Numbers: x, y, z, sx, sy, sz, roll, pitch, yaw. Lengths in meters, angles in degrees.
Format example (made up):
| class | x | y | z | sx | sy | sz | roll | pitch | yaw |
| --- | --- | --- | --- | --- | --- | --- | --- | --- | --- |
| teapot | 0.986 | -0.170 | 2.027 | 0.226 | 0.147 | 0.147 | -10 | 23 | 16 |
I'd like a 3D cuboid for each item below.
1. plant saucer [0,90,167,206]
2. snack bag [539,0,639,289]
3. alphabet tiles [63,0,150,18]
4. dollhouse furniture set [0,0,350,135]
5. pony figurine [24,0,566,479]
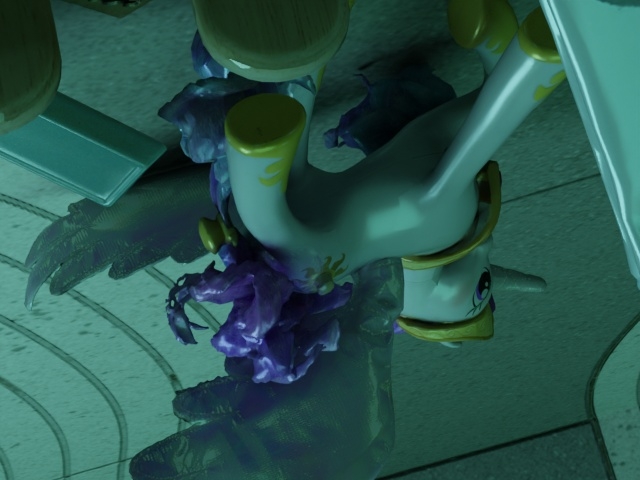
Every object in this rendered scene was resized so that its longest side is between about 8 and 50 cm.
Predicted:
| class | x | y | z | sx | sy | sz | roll | pitch | yaw |
| --- | --- | --- | --- | --- | --- | --- | --- | --- | --- |
| plant saucer | -0.181 | -0.072 | 0.982 | 0.192 | 0.018 | 0.067 | 26 | 146 | -19 |
| snack bag | 0.185 | -0.169 | 0.474 | 0.323 | 0.037 | 0.342 | -24 | 123 | 4 |
| alphabet tiles | -0.058 | -0.178 | 0.920 | 0.237 | 0.009 | 0.198 | -25 | 159 | 32 |
| dollhouse furniture set | 0.018 | -0.155 | 0.635 | 0.394 | 0.256 | 0.362 | -12 | 159 | -10 |
| pony figurine | 0.000 | 0.000 | 1.142 | 0.351 | 0.303 | 0.363 | -18 | 148 | -14 |
